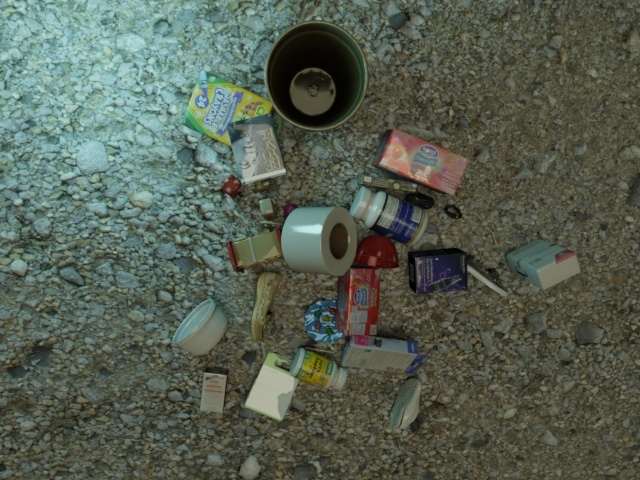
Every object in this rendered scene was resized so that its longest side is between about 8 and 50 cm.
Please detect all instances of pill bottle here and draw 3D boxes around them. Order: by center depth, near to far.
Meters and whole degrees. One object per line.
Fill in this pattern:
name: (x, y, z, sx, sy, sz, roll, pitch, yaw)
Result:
pill bottle: (0.252, -0.095, 1.549, 0.265, 0.153, 0.153, 23, 98, -7)
pill bottle: (-0.006, 0.521, 1.658, 0.209, 0.117, 0.117, 25, 97, -7)

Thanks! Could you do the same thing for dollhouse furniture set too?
dollhouse furniture set: (-0.256, -0.085, 1.543, 0.202, 0.152, 0.373, -15, 83, -1)

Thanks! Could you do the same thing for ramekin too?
ramekin: (-0.441, 0.331, 1.558, 0.207, 0.207, 0.109, -43, 110, 4)

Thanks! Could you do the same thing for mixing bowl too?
mixing bowl: (0.215, 0.038, 1.575, 0.182, 0.181, 0.098, 13, 77, -6)

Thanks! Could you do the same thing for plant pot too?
plant pot: (-0.019, -0.519, 1.393, 0.324, 0.280, 0.322, -1, 99, -4)

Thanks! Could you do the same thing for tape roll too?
tape roll: (0.000, 0.000, 1.479, 0.169, 0.246, 0.245, 3, 102, 34)

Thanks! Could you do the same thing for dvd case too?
dvd case: (-0.224, -0.320, 1.457, 0.165, 0.018, 0.221, -14, 98, 0)

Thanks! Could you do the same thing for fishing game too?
fishing game: (0.030, 0.326, 1.645, 0.189, 0.041, 0.263, 11, 98, -2)

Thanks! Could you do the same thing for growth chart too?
growth chart: (0.069, 0.305, 1.675, 0.172, 0.021, 0.237, 43, 94, -8)

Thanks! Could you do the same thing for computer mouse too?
computer mouse: (0.440, -0.125, 1.598, 0.242, 0.041, 0.071, 17, 139, -10)

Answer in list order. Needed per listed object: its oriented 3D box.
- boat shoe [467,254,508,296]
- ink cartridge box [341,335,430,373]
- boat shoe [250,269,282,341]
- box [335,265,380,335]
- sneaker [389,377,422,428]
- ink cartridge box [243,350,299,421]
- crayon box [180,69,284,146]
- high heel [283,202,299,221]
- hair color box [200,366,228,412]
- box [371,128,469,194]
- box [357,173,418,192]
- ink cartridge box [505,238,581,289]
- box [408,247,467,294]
boat shoe: (0.671, 0.138, 1.660, 0.229, 0.080, 0.076, 36, 97, -1)
ink cartridge box: (0.252, 0.453, 1.644, 0.312, 0.065, 0.185, 11, 139, -4)
boat shoe: (-0.213, 0.259, 1.605, 0.090, 0.104, 0.284, 8, 99, -2)
box: (0.141, 0.225, 1.583, 0.128, 0.123, 0.256, 3, 91, -20)
sneaker: (0.373, 0.683, 1.737, 0.095, 0.090, 0.234, 19, 102, -19)
ink cartridge box: (-0.188, 0.592, 1.693, 0.171, 0.056, 0.234, 26, 75, -8)
crayon box: (-0.304, -0.441, 1.489, 0.323, 0.083, 0.202, 23, 98, -8)
high heel: (-0.084, -0.022, 1.558, 0.082, 0.117, 0.243, -9, 100, -2)
hair color box: (-0.429, 0.604, 1.678, 0.093, 0.053, 0.167, 8, 101, -4)
box: (0.359, -0.286, 1.523, 0.300, 0.154, 0.142, 21, 98, -6)
box: (0.249, -0.213, 1.548, 0.207, 0.114, 0.036, 9, 99, -5)
ink cartridge box: (0.844, 0.086, 1.586, 0.159, 0.218, 0.092, -26, 106, 1)
box: (0.458, 0.117, 1.622, 0.207, 0.108, 0.153, -6, 100, -2)
